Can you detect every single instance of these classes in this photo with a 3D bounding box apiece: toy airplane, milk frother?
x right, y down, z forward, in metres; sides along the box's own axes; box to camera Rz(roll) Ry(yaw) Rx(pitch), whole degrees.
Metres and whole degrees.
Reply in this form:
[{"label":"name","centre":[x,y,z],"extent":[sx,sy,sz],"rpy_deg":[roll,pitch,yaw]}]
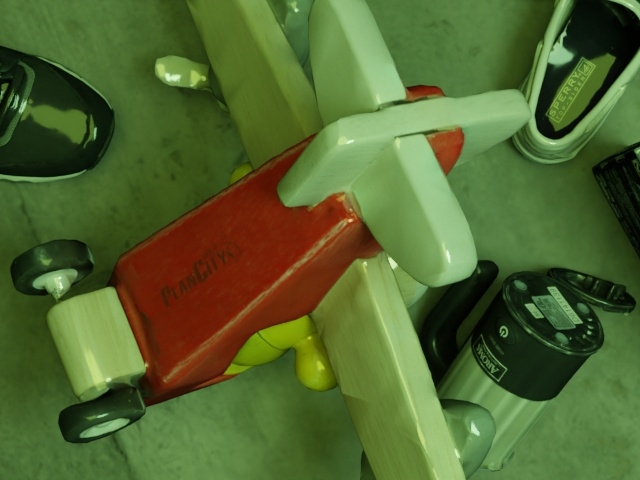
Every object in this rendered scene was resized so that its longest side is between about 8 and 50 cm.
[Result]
[{"label":"toy airplane","centre":[0.000,0.000,0.861],"extent":[0.384,0.272,0.386],"rpy_deg":[22,104,38]},{"label":"milk frother","centre":[0.163,0.089,0.949],"extent":[0.143,0.129,0.134],"rpy_deg":[12,128,-25]}]

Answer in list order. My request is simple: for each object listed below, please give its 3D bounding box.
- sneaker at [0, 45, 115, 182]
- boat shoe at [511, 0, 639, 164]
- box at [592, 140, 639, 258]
[{"label":"sneaker","centre":[-0.303,-0.120,0.951],"extent":[0.283,0.124,0.107],"rpy_deg":[20,90,2]},{"label":"boat shoe","centre":[0.227,-0.183,0.950],"extent":[0.096,0.088,0.267],"rpy_deg":[33,91,3]},{"label":"box","centre":[0.272,0.014,0.897],"extent":[0.045,0.184,0.190],"rpy_deg":[-28,87,0]}]
